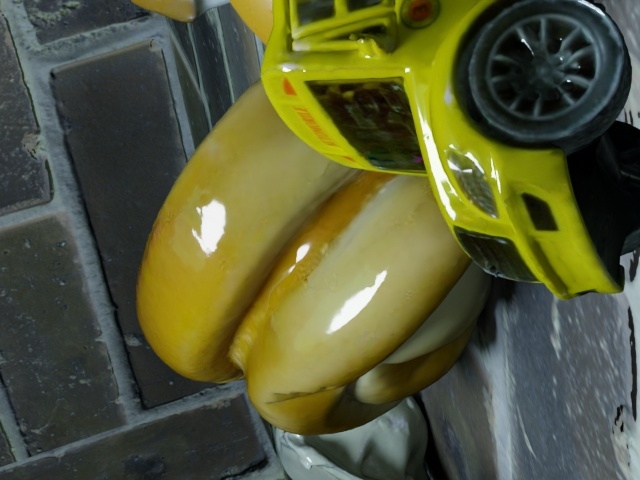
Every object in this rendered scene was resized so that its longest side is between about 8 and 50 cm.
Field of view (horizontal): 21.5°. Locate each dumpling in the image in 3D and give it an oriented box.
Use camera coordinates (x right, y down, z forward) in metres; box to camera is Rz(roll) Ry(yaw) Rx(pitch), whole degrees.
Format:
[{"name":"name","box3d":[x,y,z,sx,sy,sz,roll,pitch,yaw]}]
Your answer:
[{"name":"dumpling","box3d":[0.051,0.219,1.773,0.193,0.147,0.258,38,-166,4]}]

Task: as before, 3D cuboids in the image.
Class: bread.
[{"name":"bread","box3d":[0.025,-0.007,1.339,0.245,0.329,0.424,28,160,8]}]

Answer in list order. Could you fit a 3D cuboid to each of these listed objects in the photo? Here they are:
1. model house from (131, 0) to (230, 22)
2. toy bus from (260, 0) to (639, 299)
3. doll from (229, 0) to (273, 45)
[{"name":"model house","box3d":[-0.112,-0.294,1.278,0.190,0.301,0.271,-114,8,-74]},{"name":"toy bus","box3d":[0.053,-0.137,0.707,0.144,0.152,0.330,46,-142,-63]},{"name":"doll","box3d":[0.042,-0.167,0.922,0.236,0.213,0.213,60,-174,-60]}]
